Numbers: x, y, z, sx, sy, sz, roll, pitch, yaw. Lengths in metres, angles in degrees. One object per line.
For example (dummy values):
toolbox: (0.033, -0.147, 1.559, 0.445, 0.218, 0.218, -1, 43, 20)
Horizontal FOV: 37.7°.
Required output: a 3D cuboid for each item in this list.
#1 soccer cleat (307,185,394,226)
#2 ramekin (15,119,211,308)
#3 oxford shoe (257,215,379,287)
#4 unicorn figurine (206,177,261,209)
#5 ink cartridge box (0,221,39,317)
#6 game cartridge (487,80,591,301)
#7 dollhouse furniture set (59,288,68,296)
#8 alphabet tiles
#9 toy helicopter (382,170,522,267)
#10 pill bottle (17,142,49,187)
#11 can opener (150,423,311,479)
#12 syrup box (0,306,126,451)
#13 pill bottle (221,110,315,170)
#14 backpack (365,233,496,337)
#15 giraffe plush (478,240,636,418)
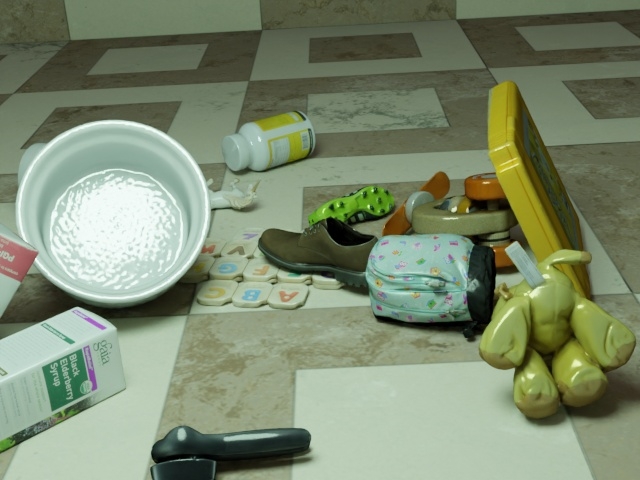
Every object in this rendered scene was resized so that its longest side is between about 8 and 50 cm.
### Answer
soccer cleat: (0.055, -0.058, 1.679, 0.178, 0.060, 0.072, -15, 0, -38)
ramekin: (-0.308, -0.028, 1.411, 0.277, 0.277, 0.135, -10, -14, -14)
oxford shoe: (0.000, 0.000, 1.463, 0.227, 0.096, 0.083, 10, 29, 28)
unicorn figurine: (-0.176, -0.086, 1.778, 0.161, 0.060, 0.111, -18, 24, 7)
ink cartridge box: (-0.502, 0.071, 1.277, 0.092, 0.218, 0.158, 31, -4, -43)
game cartridge: (0.329, -0.069, 1.406, 0.052, 0.285, 0.324, -23, 19, 18)
dollhouse furniture set: (-0.366, -0.015, 1.548, 0.183, 0.129, 0.129, -19, 29, -31)
alphabet tiles: (-0.086, 0.035, 1.536, 0.284, 0.021, 0.278, 2, 25, 11)
toy helicopter: (0.253, -0.058, 1.613, 0.234, 0.140, 0.355, -2, 12, 25)
pill bottle: (-0.415, -0.113, 1.742, 0.264, 0.153, 0.153, 5, 26, 19)
can opener: (-0.102, 0.239, 1.071, 0.186, 0.073, 0.059, -6, -14, -13)
syrup box: (-0.370, 0.178, 1.172, 0.236, 0.093, 0.096, -24, 31, -38)
pill bottle: (-0.109, -0.204, 1.957, 0.184, 0.103, 0.103, -19, 29, -32)
backpack: (0.157, 0.056, 1.346, 0.181, 0.115, 0.152, 1, 27, 15)
giraffe plush: (0.272, 0.109, 1.191, 0.181, 0.210, 0.170, -18, -7, -4)
